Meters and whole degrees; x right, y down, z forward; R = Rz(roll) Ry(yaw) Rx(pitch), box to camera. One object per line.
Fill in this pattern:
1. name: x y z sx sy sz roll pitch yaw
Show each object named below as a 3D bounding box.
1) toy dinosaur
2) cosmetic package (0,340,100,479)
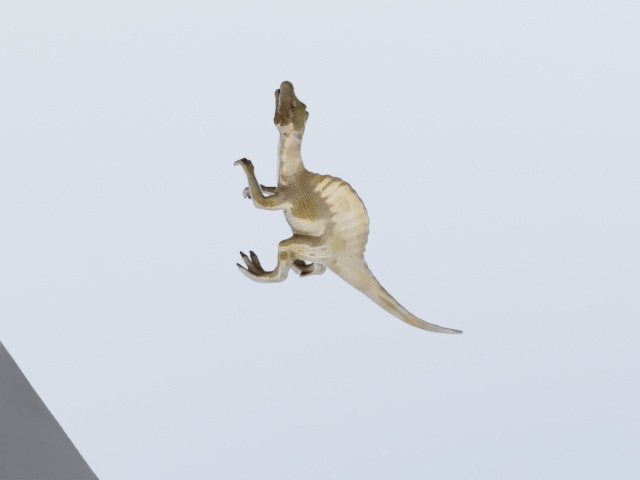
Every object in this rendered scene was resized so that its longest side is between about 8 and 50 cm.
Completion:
1. toy dinosaur: 0.000 0.000 0.978 0.092 0.183 0.053 -23 -167 44
2. cosmetic package: -0.381 0.133 1.386 0.156 0.217 0.385 -23 -110 -48
